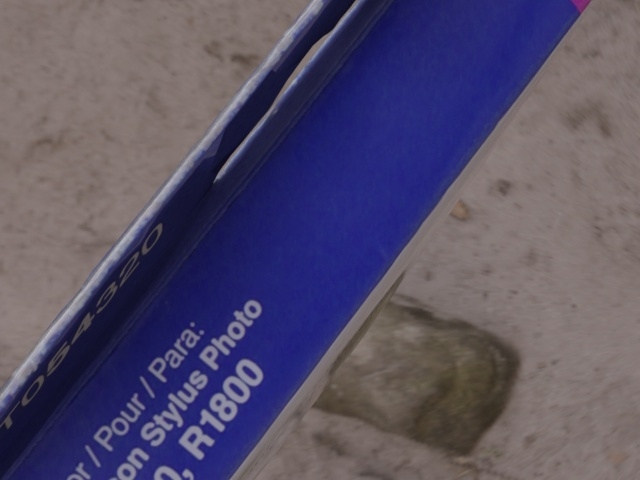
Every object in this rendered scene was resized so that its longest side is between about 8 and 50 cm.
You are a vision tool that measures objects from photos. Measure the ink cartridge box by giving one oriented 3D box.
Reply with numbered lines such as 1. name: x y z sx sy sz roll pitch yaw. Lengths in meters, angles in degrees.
1. ink cartridge box: 0.000 0.000 0.578 0.071 0.330 0.324 37 74 2
